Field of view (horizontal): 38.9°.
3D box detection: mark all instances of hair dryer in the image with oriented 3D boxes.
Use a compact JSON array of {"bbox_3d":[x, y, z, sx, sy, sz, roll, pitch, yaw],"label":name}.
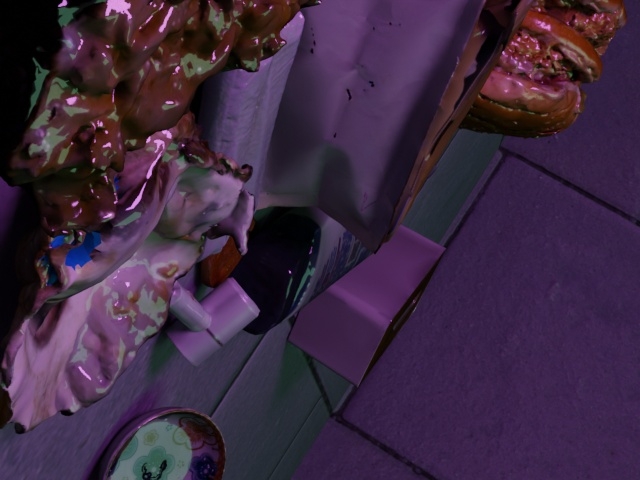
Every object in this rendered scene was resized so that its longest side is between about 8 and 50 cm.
[{"bbox_3d":[-0.111,0.059,0.813,0.082,0.047,0.137,-40,154,-5],"label":"hair dryer"}]

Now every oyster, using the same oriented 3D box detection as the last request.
[{"bbox_3d":[-0.133,0.018,0.546,0.223,0.083,0.214,-52,164,-9],"label":"oyster"}]

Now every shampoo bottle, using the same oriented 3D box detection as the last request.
[{"bbox_3d":[0.000,0.000,1.064,0.134,0.078,0.359,-67,166,20],"label":"shampoo bottle"}]

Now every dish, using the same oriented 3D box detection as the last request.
[{"bbox_3d":[-0.177,0.227,0.936,0.141,0.078,0.141,-13,111,-37],"label":"dish"}]

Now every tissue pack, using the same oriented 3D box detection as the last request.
[{"bbox_3d":[0.076,0.088,1.460,0.246,0.136,0.159,-46,162,-50],"label":"tissue pack"}]

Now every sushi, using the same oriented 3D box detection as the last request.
[{"bbox_3d":[-0.072,-0.119,0.368,0.212,0.115,0.147,-48,165,-39],"label":"sushi"}]

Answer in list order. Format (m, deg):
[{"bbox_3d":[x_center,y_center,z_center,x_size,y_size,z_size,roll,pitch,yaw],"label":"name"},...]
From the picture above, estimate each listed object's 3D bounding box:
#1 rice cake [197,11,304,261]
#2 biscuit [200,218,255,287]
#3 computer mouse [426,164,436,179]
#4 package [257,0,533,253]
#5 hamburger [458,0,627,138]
[{"bbox_3d":[-0.066,-0.076,0.685,0.080,0.042,0.221,-44,163,-38],"label":"rice cake"},{"bbox_3d":[-0.089,0.005,0.857,0.078,0.015,0.091,-54,168,-29],"label":"biscuit"},{"bbox_3d":[0.064,-0.088,1.039,0.229,0.113,0.068,-6,111,-71],"label":"computer mouse"},{"bbox_3d":[0.065,-0.142,0.762,0.221,0.165,0.311,-50,166,-38],"label":"package"},{"bbox_3d":[0.207,-0.226,1.026,0.260,0.245,0.211,27,-84,63],"label":"hamburger"}]
